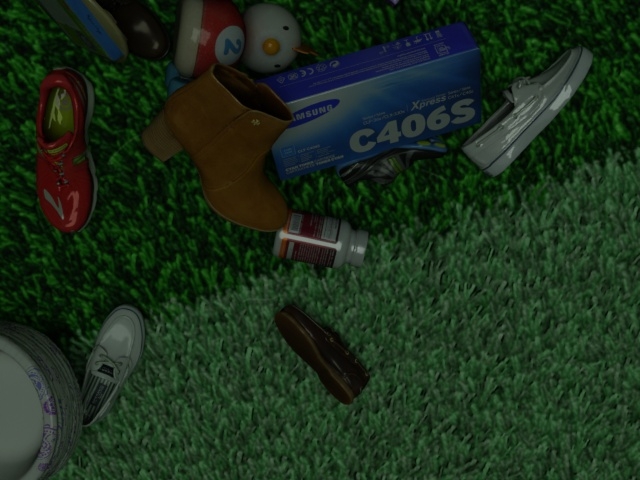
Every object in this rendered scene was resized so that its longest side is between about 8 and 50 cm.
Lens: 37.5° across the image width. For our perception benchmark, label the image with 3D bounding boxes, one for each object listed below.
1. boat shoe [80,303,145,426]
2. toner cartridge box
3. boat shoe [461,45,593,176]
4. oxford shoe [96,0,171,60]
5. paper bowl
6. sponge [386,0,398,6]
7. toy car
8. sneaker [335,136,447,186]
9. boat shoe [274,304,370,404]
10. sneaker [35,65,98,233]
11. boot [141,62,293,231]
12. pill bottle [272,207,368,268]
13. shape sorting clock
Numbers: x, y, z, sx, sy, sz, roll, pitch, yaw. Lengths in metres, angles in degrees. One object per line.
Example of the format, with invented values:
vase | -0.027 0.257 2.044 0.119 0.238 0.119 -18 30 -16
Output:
boat shoe | -0.364 0.223 1.638 0.083 0.076 0.226 18 100 -3
toner cartridge box | 0.079 -0.218 1.493 0.348 0.075 0.165 -17 141 -2
boat shoe | 0.335 -0.224 1.539 0.084 0.095 0.258 38 98 -11
oxford shoe | -0.338 -0.372 1.514 0.227 0.096 0.083 40 97 -9
paper bowl | -0.529 0.278 1.590 0.284 0.148 0.284 2 96 20
sponge | 0.167 -0.463 1.481 0.031 0.117 0.210 36 99 -5
toy car | -0.111 -0.318 1.481 0.238 0.210 0.219 6 112 -14
sneaker | 0.119 -0.135 1.580 0.188 0.067 0.078 -14 122 1
boat shoe | 0.005 0.188 1.638 0.073 0.073 0.207 -45 104 -30
sneaker | -0.432 -0.144 1.545 0.107 0.118 0.279 0 101 1
boot | -0.105 -0.131 1.413 0.295 0.104 0.211 35 138 -29
pill bottle | 0.000 0.000 1.588 0.152 0.086 0.086 12 101 -2
shape sorting clock | -0.381 -0.356 1.469 0.206 0.206 0.040 42 76 -7
